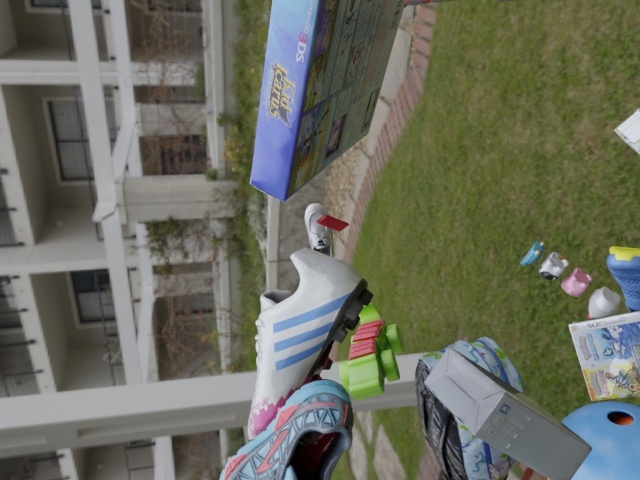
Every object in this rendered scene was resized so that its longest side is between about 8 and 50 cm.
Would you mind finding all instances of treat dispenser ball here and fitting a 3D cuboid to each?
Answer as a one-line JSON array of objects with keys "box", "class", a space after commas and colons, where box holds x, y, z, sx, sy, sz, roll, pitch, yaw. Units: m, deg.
[{"box": [0.617, 0.481, 1.128, 0.288, 0.288, 0.288, 177, 90, -77], "class": "treat dispenser ball"}]

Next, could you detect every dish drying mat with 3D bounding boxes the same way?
[{"box": [0.027, -0.038, 1.195, 0.032, 0.083, 0.008, -37, 58, 26], "class": "dish drying mat"}]

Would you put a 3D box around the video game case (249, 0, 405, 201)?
[{"box": [0.015, -0.217, 0.700, 0.244, 0.061, 0.269, -45, -22, -45], "class": "video game case"}]

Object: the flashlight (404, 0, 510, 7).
[{"box": [0.265, -0.516, 1.060, 0.103, 0.304, 0.103, 63, -142, -48], "class": "flashlight"}]

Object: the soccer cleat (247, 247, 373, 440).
[{"box": [-0.049, 0.161, 0.835, 0.331, 0.143, 0.116, -61, -14, 17], "class": "soccer cleat"}]

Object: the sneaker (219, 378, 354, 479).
[{"box": [-0.051, 0.309, 0.726, 0.262, 0.104, 0.125, -55, 17, 6], "class": "sneaker"}]

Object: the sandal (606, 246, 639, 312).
[{"box": [0.778, 0.106, 1.324, 0.126, 0.317, 0.138, 10, 77, 49], "class": "sandal"}]

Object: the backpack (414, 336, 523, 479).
[{"box": [0.339, 0.390, 1.277, 0.355, 0.273, 0.290, 57, -172, -35], "class": "backpack"}]

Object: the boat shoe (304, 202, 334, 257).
[{"box": [0.000, 0.000, 1.332, 0.063, 0.066, 0.184, -99, 4, -58], "class": "boat shoe"}]

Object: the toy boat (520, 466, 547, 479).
[{"box": [0.466, 0.632, 1.260, 0.151, 0.231, 0.151, -26, 94, 41], "class": "toy boat"}]

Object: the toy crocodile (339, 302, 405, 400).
[{"box": [0.107, 0.233, 1.174, 0.340, 0.115, 0.105, -50, -58, -71], "class": "toy crocodile"}]

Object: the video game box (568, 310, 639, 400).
[{"box": [0.757, 0.293, 1.394, 0.187, 0.048, 0.205, -23, 75, 41], "class": "video game box"}]

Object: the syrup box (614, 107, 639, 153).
[{"box": [0.985, -0.272, 1.602, 0.093, 0.096, 0.237, -46, 43, 25], "class": "syrup box"}]

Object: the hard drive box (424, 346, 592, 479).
[{"box": [0.328, 0.308, 0.976, 0.089, 0.232, 0.181, -56, 20, 2], "class": "hard drive box"}]

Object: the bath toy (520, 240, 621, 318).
[{"box": [0.883, 0.148, 1.943, 0.348, 0.151, 0.129, 40, 136, 20], "class": "bath toy"}]
